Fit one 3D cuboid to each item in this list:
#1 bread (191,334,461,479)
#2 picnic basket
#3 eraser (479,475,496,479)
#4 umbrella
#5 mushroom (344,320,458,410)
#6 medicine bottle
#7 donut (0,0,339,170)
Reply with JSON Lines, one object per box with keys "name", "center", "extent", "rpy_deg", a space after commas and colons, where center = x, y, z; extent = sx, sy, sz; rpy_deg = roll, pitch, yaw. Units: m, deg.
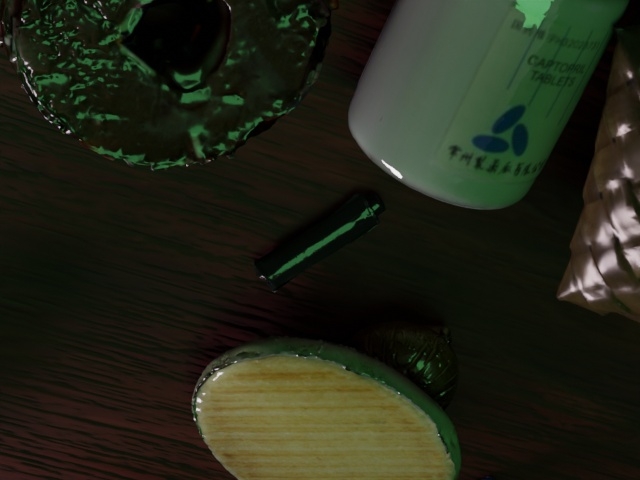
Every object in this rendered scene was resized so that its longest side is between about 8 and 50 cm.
{"name": "bread", "center": [0.007, 0.177, 1.542], "extent": [0.267, 0.040, 0.267], "rpy_deg": [12, 140, 10]}
{"name": "picnic basket", "center": [0.394, -0.046, 1.335], "extent": [0.337, 0.293, 0.337], "rpy_deg": [18, 124, 29]}
{"name": "eraser", "center": [0.149, 0.281, 1.677], "extent": [0.085, 0.063, 0.027], "rpy_deg": [-23, 123, 6]}
{"name": "umbrella", "center": [0.001, 0.001, 1.489], "extent": [0.133, 0.031, 0.036], "rpy_deg": [-32, 149, 11]}
{"name": "mushroom", "center": [0.076, 0.125, 1.549], "extent": [0.109, 0.085, 0.126], "rpy_deg": [-10, 139, -8]}
{"name": "medicine bottle", "center": [0.148, -0.183, 1.310], "extent": [0.170, 0.170, 0.293], "rpy_deg": [14, 119, -18]}
{"name": "donut", "center": [-0.120, -0.182, 1.304], "extent": [0.270, 0.103, 0.269], "rpy_deg": [-5, 126, -7]}
